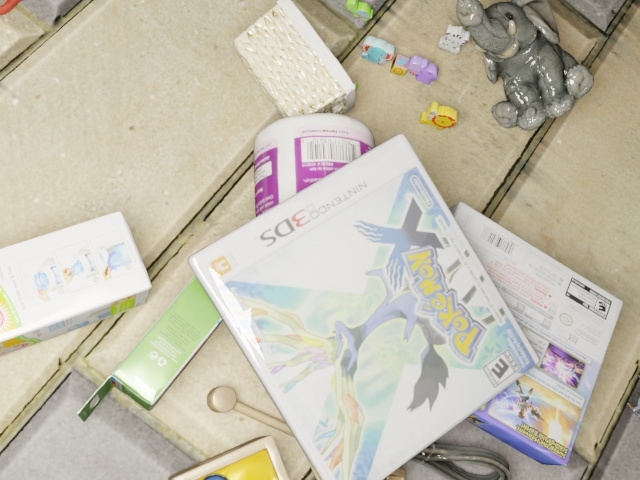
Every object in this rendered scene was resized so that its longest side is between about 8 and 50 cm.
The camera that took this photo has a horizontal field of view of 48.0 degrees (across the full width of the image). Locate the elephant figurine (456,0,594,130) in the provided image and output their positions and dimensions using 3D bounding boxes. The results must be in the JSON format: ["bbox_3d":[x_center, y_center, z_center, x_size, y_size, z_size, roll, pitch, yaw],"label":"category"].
[{"bbox_3d":[0.304,-0.306,1.113,0.169,0.186,0.239,-38,106,-2],"label":"elephant figurine"}]

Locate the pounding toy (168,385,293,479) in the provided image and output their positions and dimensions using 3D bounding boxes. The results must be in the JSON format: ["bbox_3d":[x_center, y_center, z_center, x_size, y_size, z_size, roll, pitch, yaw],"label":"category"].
[{"bbox_3d":[-0.090,0.275,0.879,0.181,0.094,0.206,-19,80,-20],"label":"pounding toy"}]

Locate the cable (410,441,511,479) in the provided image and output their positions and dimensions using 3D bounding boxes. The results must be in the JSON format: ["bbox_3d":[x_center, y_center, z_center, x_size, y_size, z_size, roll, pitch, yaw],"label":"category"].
[{"bbox_3d":[0.120,0.276,0.938,0.287,0.072,0.139,39,108,-13],"label":"cable"}]

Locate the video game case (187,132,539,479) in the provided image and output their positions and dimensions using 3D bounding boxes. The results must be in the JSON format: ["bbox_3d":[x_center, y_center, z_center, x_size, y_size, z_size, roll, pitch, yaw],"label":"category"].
[{"bbox_3d":[0.059,0.084,0.839,0.300,0.036,0.329,-32,92,-15],"label":"video game case"}]

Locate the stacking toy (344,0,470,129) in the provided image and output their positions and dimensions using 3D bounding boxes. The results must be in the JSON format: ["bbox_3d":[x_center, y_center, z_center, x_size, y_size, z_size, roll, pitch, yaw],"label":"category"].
[{"bbox_3d":[0.124,-0.285,1.134,0.221,0.052,0.166,18,69,-9],"label":"stacking toy"}]

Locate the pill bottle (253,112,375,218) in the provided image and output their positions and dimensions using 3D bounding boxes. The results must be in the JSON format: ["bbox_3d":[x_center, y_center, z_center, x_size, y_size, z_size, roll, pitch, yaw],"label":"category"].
[{"bbox_3d":[0.000,0.000,0.949,0.169,0.169,0.301,1,74,-16],"label":"pill bottle"}]

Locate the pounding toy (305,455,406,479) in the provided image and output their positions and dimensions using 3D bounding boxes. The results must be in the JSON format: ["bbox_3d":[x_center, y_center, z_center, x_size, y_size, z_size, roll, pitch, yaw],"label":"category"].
[{"bbox_3d":[0.034,0.314,0.880,0.100,0.141,0.130,0,69,24],"label":"pounding toy"}]

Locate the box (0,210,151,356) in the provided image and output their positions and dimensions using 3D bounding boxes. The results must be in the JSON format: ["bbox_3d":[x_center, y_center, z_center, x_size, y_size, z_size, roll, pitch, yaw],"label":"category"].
[{"bbox_3d":[-0.322,0.056,0.868,0.203,0.114,0.103,-20,81,-22],"label":"box"}]

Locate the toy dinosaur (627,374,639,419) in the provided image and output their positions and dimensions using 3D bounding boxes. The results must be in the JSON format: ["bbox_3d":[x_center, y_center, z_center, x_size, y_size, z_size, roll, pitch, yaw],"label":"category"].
[{"bbox_3d":[0.506,0.237,1.077,0.082,0.090,0.047,-38,104,8],"label":"toy dinosaur"}]

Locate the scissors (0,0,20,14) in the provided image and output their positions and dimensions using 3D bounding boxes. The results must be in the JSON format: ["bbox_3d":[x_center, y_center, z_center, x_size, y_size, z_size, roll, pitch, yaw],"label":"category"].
[{"bbox_3d":[-0.388,-0.360,1.031,0.297,0.021,0.108,1,71,-17],"label":"scissors"}]

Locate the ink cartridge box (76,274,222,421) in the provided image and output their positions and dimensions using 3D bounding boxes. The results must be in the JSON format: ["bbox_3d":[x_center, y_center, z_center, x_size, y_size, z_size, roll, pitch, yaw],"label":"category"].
[{"bbox_3d":[-0.199,0.148,0.879,0.062,0.109,0.209,38,67,-1],"label":"ink cartridge box"}]

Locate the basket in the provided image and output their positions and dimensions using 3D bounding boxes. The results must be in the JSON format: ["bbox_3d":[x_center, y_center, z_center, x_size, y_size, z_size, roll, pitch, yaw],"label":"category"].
[{"bbox_3d":[-0.037,-0.242,1.034,0.103,0.113,0.167,-35,86,0],"label":"basket"}]

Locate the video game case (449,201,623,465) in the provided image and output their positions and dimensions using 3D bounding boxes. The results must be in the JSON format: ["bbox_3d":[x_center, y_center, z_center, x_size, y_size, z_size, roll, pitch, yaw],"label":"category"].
[{"bbox_3d":[0.238,0.121,0.945,0.270,0.061,0.244,31,68,-5],"label":"video game case"}]
